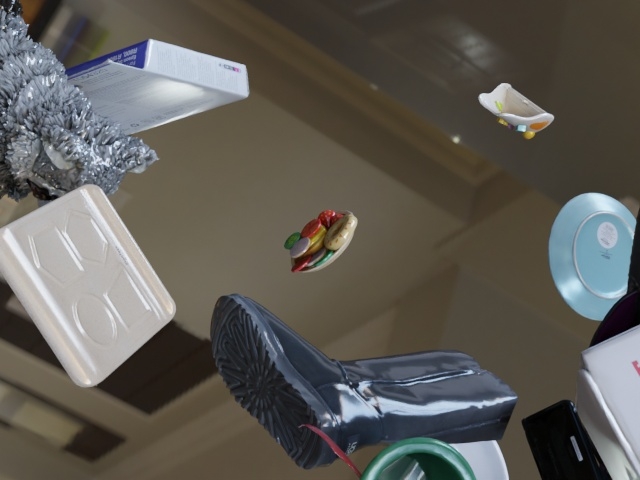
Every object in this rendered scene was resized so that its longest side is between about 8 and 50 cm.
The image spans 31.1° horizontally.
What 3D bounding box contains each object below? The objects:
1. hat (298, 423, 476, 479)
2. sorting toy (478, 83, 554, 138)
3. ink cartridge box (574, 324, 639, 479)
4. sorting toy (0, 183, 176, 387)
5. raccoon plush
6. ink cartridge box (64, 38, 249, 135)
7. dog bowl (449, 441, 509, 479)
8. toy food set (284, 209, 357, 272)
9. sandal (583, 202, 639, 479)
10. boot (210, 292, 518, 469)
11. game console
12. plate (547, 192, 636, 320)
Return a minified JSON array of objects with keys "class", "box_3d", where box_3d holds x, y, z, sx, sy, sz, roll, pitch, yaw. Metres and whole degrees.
[{"class":"hat","box_3d":[0.103,0.334,1.588,0.173,0.209,0.183,-21,-173,-13]},{"class":"sorting toy","box_3d":[0.233,-0.162,1.435,0.083,0.075,0.045,44,-65,37]},{"class":"ink cartridge box","box_3d":[0.462,0.166,1.013,0.394,0.166,0.286,-23,-118,-2]},{"class":"sorting toy","box_3d":[-0.265,0.047,1.290,0.038,0.193,0.208,-29,-173,27]},{"class":"raccoon plush","box_3d":[-0.402,-0.229,1.568,0.299,0.447,0.216,-8,-168,46]},{"class":"ink cartridge box","box_3d":[-0.346,-0.257,1.931,0.324,0.330,0.072,-11,-101,34]},{"class":"dog bowl","box_3d":[0.253,0.474,2.247,0.104,0.265,0.265,-22,-142,39]},{"class":"toy food set","box_3d":[0.000,0.000,1.141,0.082,0.020,0.083,-43,-153,1]},{"class":"sandal","box_3d":[0.351,0.137,1.271,0.167,0.107,0.446,-144,-127,-62]},{"class":"boot","box_3d":[0.075,0.219,1.969,0.367,0.445,0.146,51,-50,36]},{"class":"game console","box_3d":[0.297,0.269,1.407,0.107,0.071,0.122,-34,-118,31]},{"class":"plate","box_3d":[0.410,0.022,1.667,0.024,0.188,0.188,-13,-131,62]}]
